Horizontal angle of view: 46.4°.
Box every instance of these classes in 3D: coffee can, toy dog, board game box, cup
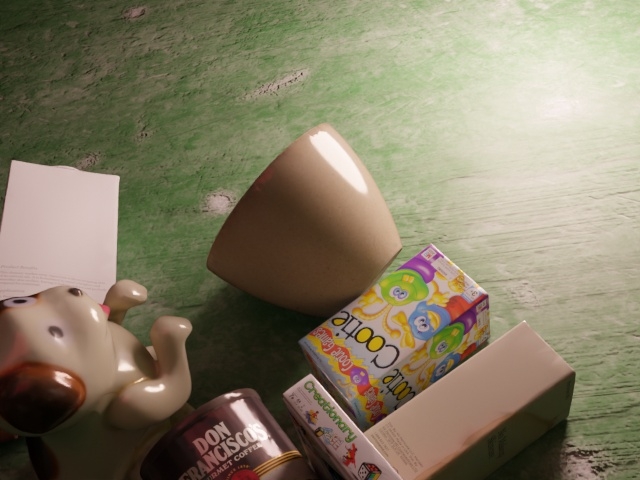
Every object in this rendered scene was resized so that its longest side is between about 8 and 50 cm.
[{"bbox_3d":[-0.092,0.375,1.035,0.201,0.202,0.275,-36,65,-14],"label":"coffee can"},{"bbox_3d":[-0.371,0.225,1.125,0.395,0.408,0.284,-34,52,-13],"label":"toy dog"},{"bbox_3d":[0.126,0.162,1.214,0.275,0.144,0.142,-35,53,-13],"label":"board game box"},{"bbox_3d":[0.000,0.000,1.295,0.237,0.331,0.331,40,69,8],"label":"cup"},{"bbox_3d":[0.049,0.329,1.000,0.053,0.305,0.193,-34,53,-16],"label":"board game box"}]

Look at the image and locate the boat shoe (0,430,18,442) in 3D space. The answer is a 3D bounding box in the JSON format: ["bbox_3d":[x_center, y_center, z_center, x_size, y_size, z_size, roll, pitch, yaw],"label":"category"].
[{"bbox_3d":[-0.561,0.233,1.368,0.116,0.123,0.325,4,49,-4],"label":"boat shoe"}]

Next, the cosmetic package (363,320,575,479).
[{"bbox_3d":[0.214,0.274,1.095,0.309,0.160,0.113,-32,53,-10],"label":"cosmetic package"}]

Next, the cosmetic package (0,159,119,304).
[{"bbox_3d":[-0.499,0.036,1.407,0.217,0.156,0.385,9,41,-20],"label":"cosmetic package"}]
